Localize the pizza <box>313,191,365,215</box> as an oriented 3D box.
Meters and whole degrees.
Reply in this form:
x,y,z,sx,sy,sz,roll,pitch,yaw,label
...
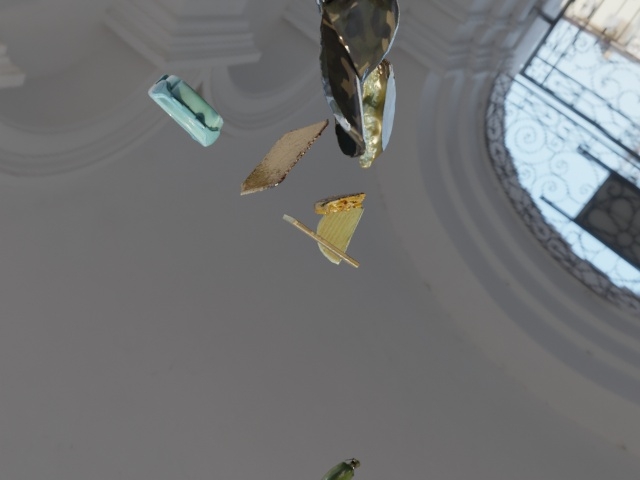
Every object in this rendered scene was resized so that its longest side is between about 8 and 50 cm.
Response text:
x,y,z,sx,sy,sz,roll,pitch,yaw,label
0.046,-0.089,1.878,0.131,0.041,0.178,-12,-174,-7,pizza

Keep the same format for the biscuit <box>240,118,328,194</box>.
x,y,z,sx,sy,sz,roll,pitch,yaw,label
-0.097,-0.197,1.857,0.013,0.237,0.232,46,-114,-21,biscuit

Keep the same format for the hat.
x,y,z,sx,sy,sz,roll,pitch,yaw,label
0.098,-0.399,1.714,0.366,0.257,0.382,58,-173,-74,hat

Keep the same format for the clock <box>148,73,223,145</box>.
x,y,z,sx,sy,sz,roll,pitch,yaw,label
-0.359,-0.357,2.103,0.223,0.094,0.274,43,176,-19,clock

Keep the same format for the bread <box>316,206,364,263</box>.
x,y,z,sx,sy,sz,roll,pitch,yaw,label
0.046,-0.032,2.368,0.112,0.193,0.036,23,169,8,bread

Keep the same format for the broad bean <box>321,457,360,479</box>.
x,y,z,sx,sy,sz,roll,pitch,yaw,label
-0.020,0.480,1.332,0.046,0.254,0.065,36,-179,32,broad bean

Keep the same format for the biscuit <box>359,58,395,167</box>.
x,y,z,sx,sy,sz,roll,pitch,yaw,label
0.179,-0.412,2.392,0.078,0.335,0.329,9,-121,15,biscuit

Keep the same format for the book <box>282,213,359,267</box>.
x,y,z,sx,sy,sz,roll,pitch,yaw,label
0.000,0.000,1.904,0.198,0.016,0.138,35,178,-15,book
